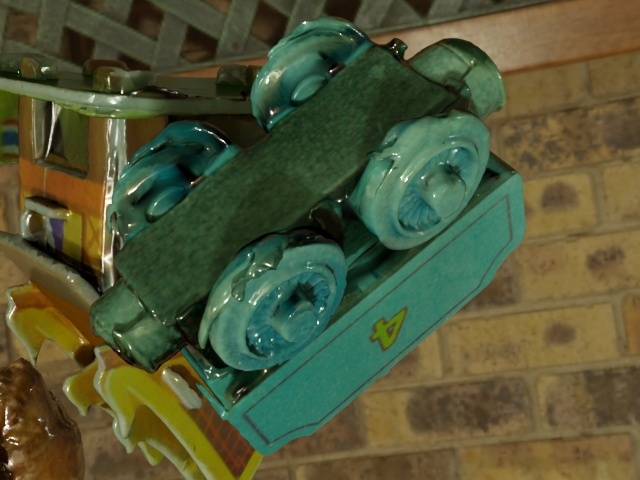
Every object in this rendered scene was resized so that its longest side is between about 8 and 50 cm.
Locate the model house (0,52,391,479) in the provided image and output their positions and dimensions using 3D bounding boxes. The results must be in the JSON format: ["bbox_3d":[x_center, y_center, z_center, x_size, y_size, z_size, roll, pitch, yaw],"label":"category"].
[{"bbox_3d":[-0.066,0.018,0.682,0.358,0.312,0.243,-9,-159,-42],"label":"model house"}]

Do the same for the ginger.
[{"bbox_3d":[-0.398,0.301,0.994,0.152,0.357,0.274,31,173,22],"label":"ginger"}]

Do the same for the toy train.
[{"bbox_3d":[0.000,0.000,0.394,0.198,0.107,0.154,-39,147,-9],"label":"toy train"}]
